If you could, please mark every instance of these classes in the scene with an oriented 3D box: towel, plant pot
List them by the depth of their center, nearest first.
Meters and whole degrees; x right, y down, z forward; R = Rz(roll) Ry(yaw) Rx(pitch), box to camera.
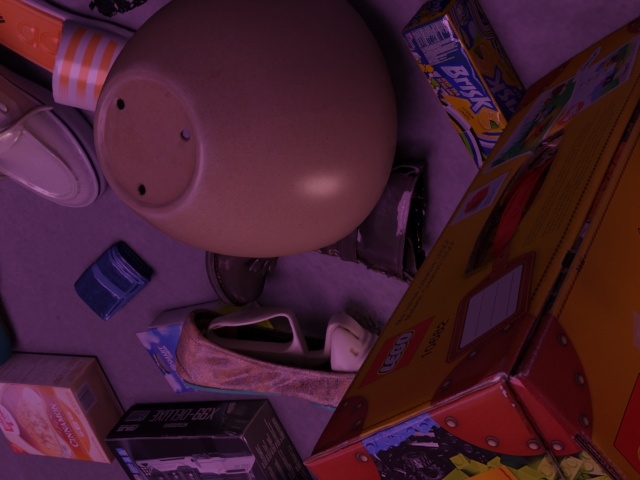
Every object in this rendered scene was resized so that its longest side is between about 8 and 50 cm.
[{"bbox_3d":[-0.098,-0.107,1.168,0.284,0.191,0.284,11,108,34],"label":"plant pot"},{"bbox_3d":[-0.264,0.052,1.580,0.067,0.029,0.119,44,135,-8],"label":"towel"}]

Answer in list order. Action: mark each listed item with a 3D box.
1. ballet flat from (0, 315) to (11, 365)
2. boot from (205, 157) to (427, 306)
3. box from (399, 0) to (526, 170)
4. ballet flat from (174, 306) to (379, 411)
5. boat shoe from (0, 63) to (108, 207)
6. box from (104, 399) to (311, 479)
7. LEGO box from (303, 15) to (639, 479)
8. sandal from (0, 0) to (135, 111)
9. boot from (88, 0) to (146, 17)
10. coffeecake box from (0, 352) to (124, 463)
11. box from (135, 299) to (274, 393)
[{"bbox_3d":[-0.482,0.080,1.704,0.073,0.080,0.232,26,135,32],"label":"ballet flat"},{"bbox_3d":[0.000,0.000,1.336,0.229,0.091,0.263,20,131,16],"label":"boot"},{"bbox_3d":[0.144,-0.142,1.153,0.054,0.059,0.169,-14,118,39],"label":"box"},{"bbox_3d":[-0.014,0.131,1.427,0.316,0.107,0.106,5,111,6],"label":"ballet flat"},{"bbox_3d":[-0.394,-0.132,1.376,0.136,0.156,0.367,-27,122,32],"label":"boat shoe"},{"bbox_3d":[-0.120,0.359,1.714,0.242,0.076,0.307,-7,121,34],"label":"box"},{"bbox_3d":[0.266,0.098,0.966,0.372,0.500,0.193,48,134,-11],"label":"LEGO box"},{"bbox_3d":[-0.279,-0.192,1.353,0.265,0.076,0.102,23,135,12],"label":"sandal"},{"bbox_3d":[-0.205,-0.280,1.258,0.121,0.045,0.099,-6,120,43],"label":"boot"},{"bbox_3d":[-0.378,0.235,1.773,0.185,0.068,0.142,0,126,32],"label":"coffeecake box"},{"bbox_3d":[-0.133,0.132,1.558,0.178,0.042,0.109,-12,118,37],"label":"box"}]
